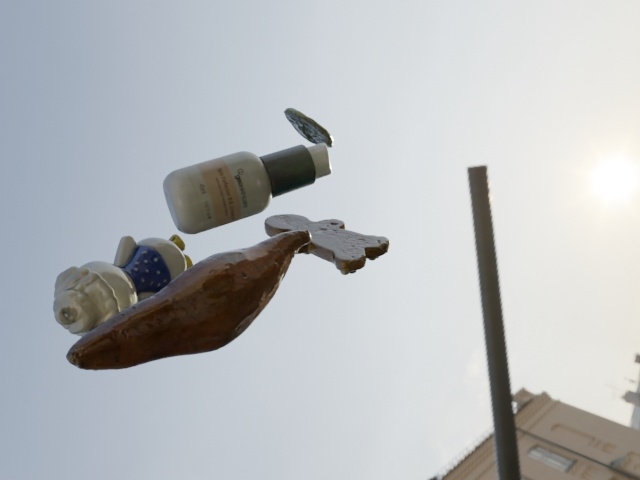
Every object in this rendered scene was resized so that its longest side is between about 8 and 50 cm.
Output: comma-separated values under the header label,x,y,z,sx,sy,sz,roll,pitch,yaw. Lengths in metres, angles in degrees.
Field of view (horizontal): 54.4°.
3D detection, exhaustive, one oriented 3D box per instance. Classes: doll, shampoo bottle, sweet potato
label,x,y,z,sx,sy,sz,roll,pitch,yaw
doll,-0.305,0.067,0.984,0.138,0.119,0.293,63,-151,-7
shampoo bottle,-0.075,-0.065,0.695,0.192,0.074,0.074,-18,-62,-17
sweet potato,-0.140,0.082,0.794,0.359,0.112,0.112,-34,-54,-31

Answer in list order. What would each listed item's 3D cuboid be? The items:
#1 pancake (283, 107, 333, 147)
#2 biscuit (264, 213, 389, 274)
label,x,y,z,sx,sy,sz,roll,pitch,yaw
pancake,-0.020,-0.196,1.093,0.017,0.108,0.108,-54,-43,-7
biscuit,0.000,0.000,1.358,0.196,0.301,0.049,-20,-59,-49
